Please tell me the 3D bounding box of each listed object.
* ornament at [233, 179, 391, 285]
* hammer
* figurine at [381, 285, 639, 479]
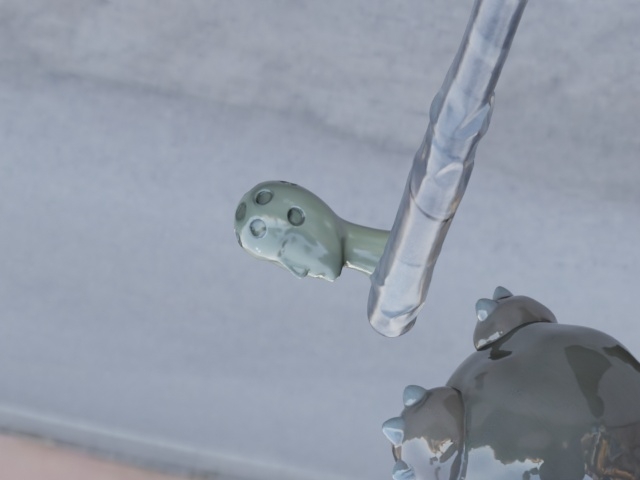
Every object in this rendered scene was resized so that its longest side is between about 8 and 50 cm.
[{"bbox_3d":[0.000,0.000,1.287,0.156,0.081,0.075,19,152,-27],"label":"ornament"},{"bbox_3d":[0.063,-0.063,0.649,0.044,0.152,0.427,12,146,-2],"label":"hammer"},{"bbox_3d":[0.236,0.225,1.295,0.380,0.248,0.203,47,143,0],"label":"figurine"}]
